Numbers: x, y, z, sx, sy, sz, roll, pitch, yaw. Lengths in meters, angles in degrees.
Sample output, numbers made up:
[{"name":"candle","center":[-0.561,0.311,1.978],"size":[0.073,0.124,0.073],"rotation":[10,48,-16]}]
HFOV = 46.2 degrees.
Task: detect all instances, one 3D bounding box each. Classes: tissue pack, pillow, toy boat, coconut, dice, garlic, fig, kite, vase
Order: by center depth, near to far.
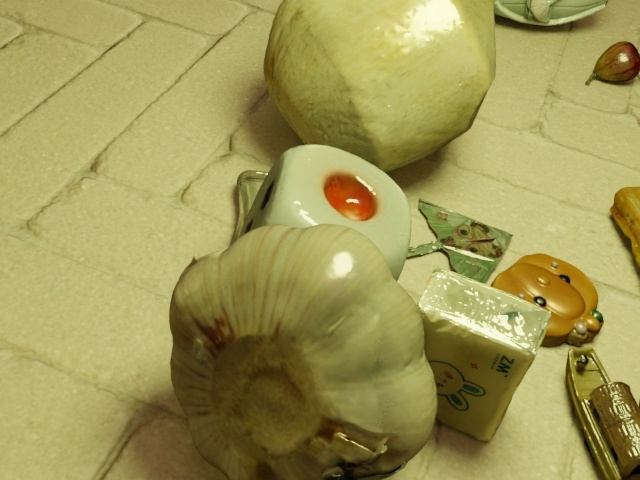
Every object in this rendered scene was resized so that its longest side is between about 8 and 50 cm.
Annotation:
[{"name":"garlic","center":[-0.027,0.135,0.831],"size":[0.322,0.241,0.321],"rotation":[-1,78,4]},{"name":"tissue pack","center":[0.175,0.142,0.916],"size":[0.148,0.196,0.092],"rotation":[22,46,13]},{"name":"toy boat","center":[0.368,0.226,0.941],"size":[0.068,0.088,0.226],"rotation":[-1,46,-9]},{"name":"dice","center":[0.000,0.000,1.009],"size":[0.193,0.192,0.194],"rotation":[23,44,-15]},{"name":"pillow","center":[-0.072,-0.027,1.160],"size":[0.131,0.038,0.232],"rotation":[10,46,-11]},{"name":"kite","center":[0.192,0.007,1.190],"size":[0.250,0.012,0.229],"rotation":[-8,43,-17]},{"name":"coconut","center":[0.121,-0.304,1.262],"size":[0.416,0.344,0.415],"rotation":[-4,66,9]},{"name":"fig","center":[0.621,-0.374,1.616],"size":[0.125,0.089,0.089],"rotation":[-19,47,3]},{"name":"vase","center":[0.428,-0.605,1.712],"size":[0.446,0.250,0.250],"rotation":[-5,46,-9]}]

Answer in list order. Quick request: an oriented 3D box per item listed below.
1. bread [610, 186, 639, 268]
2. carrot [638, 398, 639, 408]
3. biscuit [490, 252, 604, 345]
[{"name":"bread","center":[0.557,0.017,1.196],"size":[0.139,0.077,0.271],"rotation":[0,43,-5]},{"name":"carrot","center":[0.526,0.179,1.039],"size":[0.336,0.069,0.069],"rotation":[-26,54,-36]},{"name":"biscuit","center":[0.340,0.085,1.107],"size":[0.170,0.050,0.170],"rotation":[4,45,-4]}]
